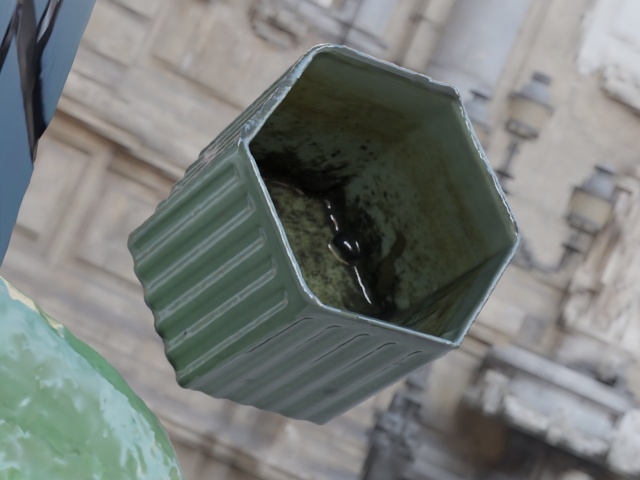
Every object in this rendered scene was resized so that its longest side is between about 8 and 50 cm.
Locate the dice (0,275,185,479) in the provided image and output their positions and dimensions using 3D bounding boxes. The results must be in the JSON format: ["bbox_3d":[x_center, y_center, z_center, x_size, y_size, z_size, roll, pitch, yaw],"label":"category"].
[{"bbox_3d":[-0.305,0.198,1.097,0.330,0.322,0.318,43,-33,-16],"label":"dice"}]

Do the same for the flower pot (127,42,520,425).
[{"bbox_3d":[0.000,0.000,1.225,0.209,0.239,0.189,42,-39,-9],"label":"flower pot"}]

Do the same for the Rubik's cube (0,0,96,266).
[{"bbox_3d":[-0.228,-0.073,0.503,0.288,0.283,0.293,18,-14,0],"label":"Rubik's cube"}]
